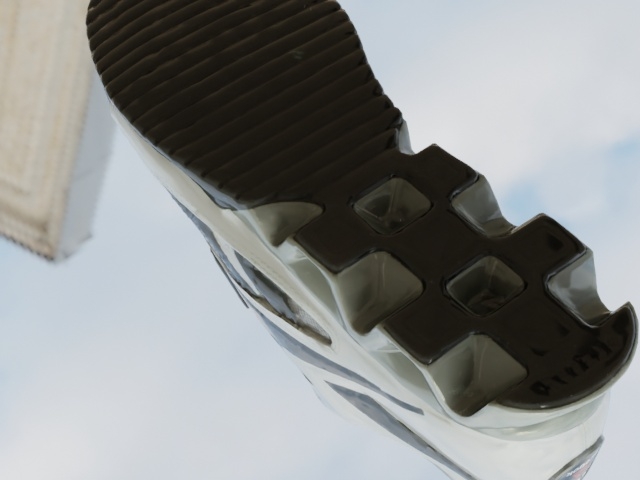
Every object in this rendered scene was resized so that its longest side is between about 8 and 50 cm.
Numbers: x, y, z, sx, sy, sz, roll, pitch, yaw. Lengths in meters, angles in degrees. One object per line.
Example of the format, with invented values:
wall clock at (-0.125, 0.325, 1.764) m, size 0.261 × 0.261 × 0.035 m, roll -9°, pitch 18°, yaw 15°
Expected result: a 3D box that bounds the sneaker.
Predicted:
sneaker at (0.000, 0.000, 0.835) m, size 0.122 × 0.146 × 0.330 m, roll -28°, pitch -122°, yaw -21°
